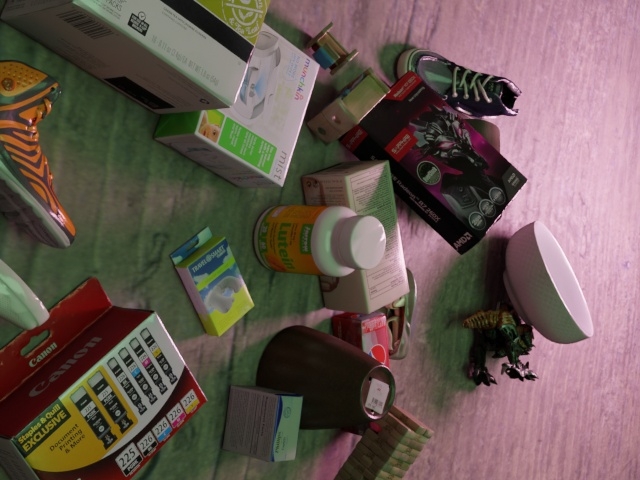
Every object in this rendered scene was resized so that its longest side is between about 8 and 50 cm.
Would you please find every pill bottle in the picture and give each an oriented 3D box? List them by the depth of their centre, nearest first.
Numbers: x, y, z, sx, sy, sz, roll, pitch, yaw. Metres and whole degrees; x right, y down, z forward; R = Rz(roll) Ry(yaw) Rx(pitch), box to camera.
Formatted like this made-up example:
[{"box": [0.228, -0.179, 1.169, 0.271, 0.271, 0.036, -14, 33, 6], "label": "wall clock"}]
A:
[{"box": [0.000, 0.000, 1.799, 0.136, 0.246, 0.136, -3, 94, -46], "label": "pill bottle"}]

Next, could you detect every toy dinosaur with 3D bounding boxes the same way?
[{"box": [0.452, 0.255, 2.398, 0.322, 0.164, 0.218, 12, 68, -28], "label": "toy dinosaur"}]

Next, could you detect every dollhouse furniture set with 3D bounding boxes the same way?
[{"box": [0.017, -0.318, 1.910, 0.183, 0.129, 0.129, 48, 57, -8], "label": "dollhouse furniture set"}]

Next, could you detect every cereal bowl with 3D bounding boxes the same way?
[{"box": [0.580, 0.126, 2.448, 0.339, 0.141, 0.339, 47, 26, -32], "label": "cereal bowl"}]

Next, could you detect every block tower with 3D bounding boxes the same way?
[{"box": [0.096, 0.510, 1.965, 0.091, 0.097, 0.335, 33, 90, -46], "label": "block tower"}]

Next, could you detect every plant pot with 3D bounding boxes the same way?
[{"box": [0.028, 0.288, 1.857, 0.215, 0.230, 0.215, -4, 96, -47], "label": "plant pot"}]

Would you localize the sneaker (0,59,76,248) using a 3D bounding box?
[{"box": [-0.440, -0.148, 1.415, 0.180, 0.125, 0.321, -51, 126, -30], "label": "sneaker"}]

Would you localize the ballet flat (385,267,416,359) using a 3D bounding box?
[{"box": [0.175, 0.167, 2.121, 0.068, 0.072, 0.213, 3, 90, -42], "label": "ballet flat"}]

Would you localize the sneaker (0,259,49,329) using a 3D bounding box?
[{"box": [-0.546, 0.073, 1.341, 0.292, 0.108, 0.169, 47, 61, -26], "label": "sneaker"}]

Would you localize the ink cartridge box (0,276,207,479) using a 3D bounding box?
[{"box": [-0.378, 0.253, 1.502, 0.309, 0.130, 0.271, -45, 122, -35], "label": "ink cartridge box"}]

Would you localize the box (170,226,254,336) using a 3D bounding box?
[{"box": [-0.200, 0.077, 1.742, 0.109, 0.042, 0.178, -41, 121, -37], "label": "box"}]

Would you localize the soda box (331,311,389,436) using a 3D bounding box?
[{"box": [0.092, 0.287, 2.024, 0.083, 0.092, 0.263, -12, 102, -42], "label": "soda box"}]

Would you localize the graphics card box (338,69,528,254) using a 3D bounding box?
[{"box": [0.250, -0.173, 2.033, 0.371, 0.094, 0.233, 44, 55, 0], "label": "graphics card box"}]

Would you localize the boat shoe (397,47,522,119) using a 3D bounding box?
[{"box": [0.339, -0.372, 2.197, 0.341, 0.158, 0.127, 13, 83, -46], "label": "boat shoe"}]

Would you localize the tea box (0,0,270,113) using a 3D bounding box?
[{"box": [-0.272, -0.423, 1.507, 0.329, 0.220, 0.323, 29, 71, -43], "label": "tea box"}]

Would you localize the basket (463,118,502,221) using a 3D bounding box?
[{"box": [0.358, -0.163, 2.227, 0.154, 0.204, 0.226, 13, 73, -17], "label": "basket"}]

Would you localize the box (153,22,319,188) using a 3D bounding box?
[{"box": [-0.150, -0.258, 1.717, 0.231, 0.127, 0.261, 30, 70, -41], "label": "box"}]

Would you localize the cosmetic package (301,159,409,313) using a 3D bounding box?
[{"box": [0.076, -0.011, 1.964, 0.153, 0.129, 0.296, -22, 107, -45], "label": "cosmetic package"}]

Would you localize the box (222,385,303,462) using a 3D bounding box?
[{"box": [-0.111, 0.348, 1.781, 0.072, 0.137, 0.126, 12, 84, -47], "label": "box"}]
